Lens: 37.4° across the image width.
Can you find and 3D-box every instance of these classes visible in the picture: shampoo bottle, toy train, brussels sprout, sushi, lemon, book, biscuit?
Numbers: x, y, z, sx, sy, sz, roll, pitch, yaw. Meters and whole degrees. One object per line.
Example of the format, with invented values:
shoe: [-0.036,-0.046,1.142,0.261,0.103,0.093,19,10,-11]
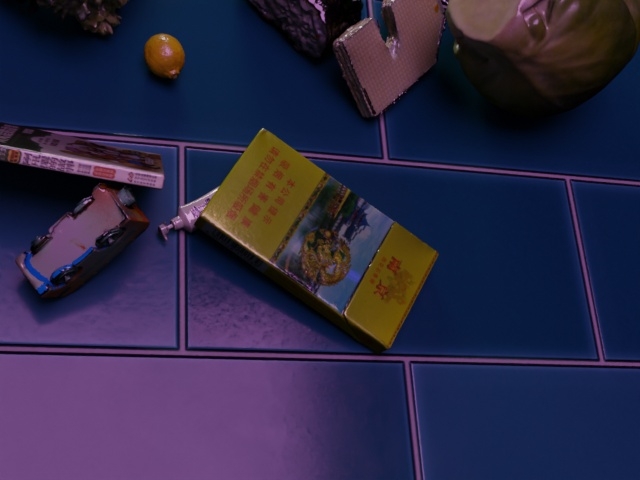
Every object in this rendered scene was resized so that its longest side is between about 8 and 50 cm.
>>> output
shampoo bottle: [-0.177,-0.042,1.390,0.141,0.034,0.049,-27,84,-26]
toy train: [-0.310,-0.001,1.257,0.188,0.099,0.072,-40,77,8]
brussels sprout: [0.360,-0.353,1.552,0.355,0.289,0.281,1,71,-48]
sushi: [-0.034,-0.415,1.556,0.225,0.124,0.127,44,63,7]
lemon: [-0.241,-0.284,1.464,0.062,0.062,0.083,-21,72,-25]
book: [-0.348,-0.119,1.291,0.264,0.202,0.027,10,102,-13]
biscuit: [0.124,-0.328,1.572,0.250,0.046,0.147,-45,122,-29]

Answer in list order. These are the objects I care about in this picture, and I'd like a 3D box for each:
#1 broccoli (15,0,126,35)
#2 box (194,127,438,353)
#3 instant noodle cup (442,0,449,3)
broccoli: [-0.362,-0.511,1.425,0.293,0.281,0.348,38,101,11]
box: [0.000,0.000,1.400,0.335,0.047,0.187,36,60,-8]
instant noodle cup: [0.299,-0.556,1.667,0.215,0.236,0.215,6,65,-12]
